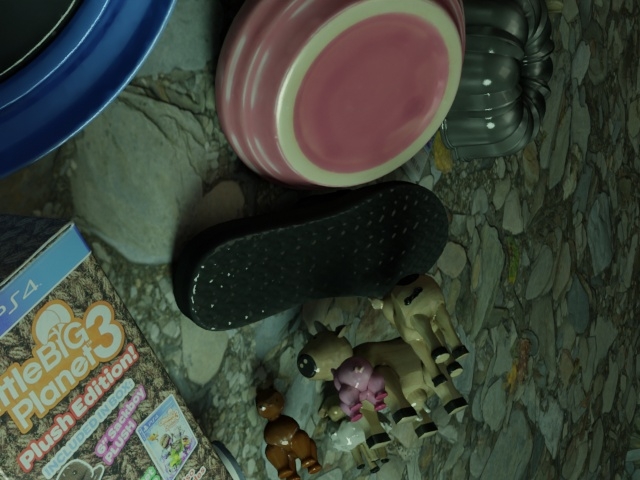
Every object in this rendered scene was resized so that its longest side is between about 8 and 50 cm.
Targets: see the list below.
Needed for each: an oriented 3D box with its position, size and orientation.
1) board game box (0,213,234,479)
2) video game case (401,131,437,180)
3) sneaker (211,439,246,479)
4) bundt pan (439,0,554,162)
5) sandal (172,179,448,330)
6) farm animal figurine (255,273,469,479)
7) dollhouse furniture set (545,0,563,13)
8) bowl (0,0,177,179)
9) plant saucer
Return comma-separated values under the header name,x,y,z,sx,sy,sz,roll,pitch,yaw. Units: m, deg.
name,x,y,z,sx,sy,sz,roll,pitch,yaw
board game box,-0.243,0.132,0.628,0.141,0.232,0.291,-51,133,-37
video game case,0.143,-0.196,1.273,0.157,0.019,0.143,45,59,-45
sneaker,-0.141,0.395,0.928,0.131,0.112,0.319,-20,108,-32
bundt pan,0.315,-0.293,1.371,0.331,0.124,0.330,-21,115,-55
sandal,-0.001,-0.002,1.037,0.446,0.107,0.167,-8,119,-40
farm animal figurine,0.069,0.164,1.043,0.327,0.330,0.172,19,38,-52
dollhouse furniture set,0.451,-0.460,1.576,0.161,0.101,0.181,11,86,-53
bowl,-0.267,-0.172,0.502,0.391,0.077,0.391,-33,158,-15
plant saucer,0.042,-0.188,0.943,0.332,0.084,0.332,-19,135,-20
